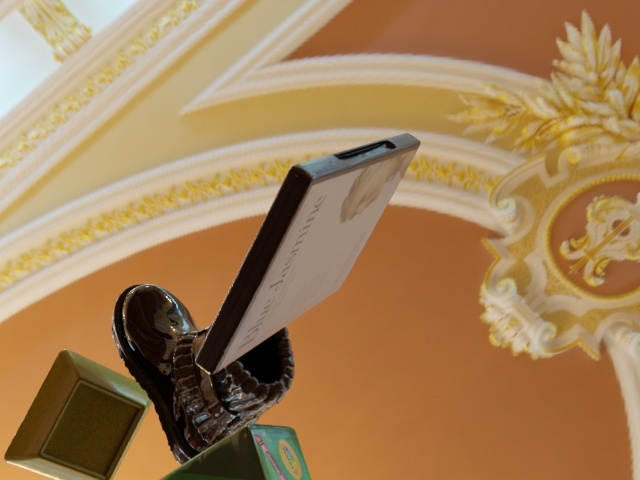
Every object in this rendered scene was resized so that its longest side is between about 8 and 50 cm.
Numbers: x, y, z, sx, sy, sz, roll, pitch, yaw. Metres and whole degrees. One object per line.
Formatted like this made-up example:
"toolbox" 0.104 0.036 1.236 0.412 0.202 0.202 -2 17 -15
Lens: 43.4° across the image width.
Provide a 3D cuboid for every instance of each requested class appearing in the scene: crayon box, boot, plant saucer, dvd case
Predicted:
"crayon box" -0.064 0.342 0.785 0.165 0.081 0.278 -36 -121 24
"boot" -0.179 0.145 1.201 0.348 0.131 0.260 55 -45 25
"plant saucer" -0.365 0.293 1.268 0.045 0.188 0.188 7 -113 52
"dvd case" 0.000 0.000 0.687 0.022 0.253 0.180 35 -66 14
